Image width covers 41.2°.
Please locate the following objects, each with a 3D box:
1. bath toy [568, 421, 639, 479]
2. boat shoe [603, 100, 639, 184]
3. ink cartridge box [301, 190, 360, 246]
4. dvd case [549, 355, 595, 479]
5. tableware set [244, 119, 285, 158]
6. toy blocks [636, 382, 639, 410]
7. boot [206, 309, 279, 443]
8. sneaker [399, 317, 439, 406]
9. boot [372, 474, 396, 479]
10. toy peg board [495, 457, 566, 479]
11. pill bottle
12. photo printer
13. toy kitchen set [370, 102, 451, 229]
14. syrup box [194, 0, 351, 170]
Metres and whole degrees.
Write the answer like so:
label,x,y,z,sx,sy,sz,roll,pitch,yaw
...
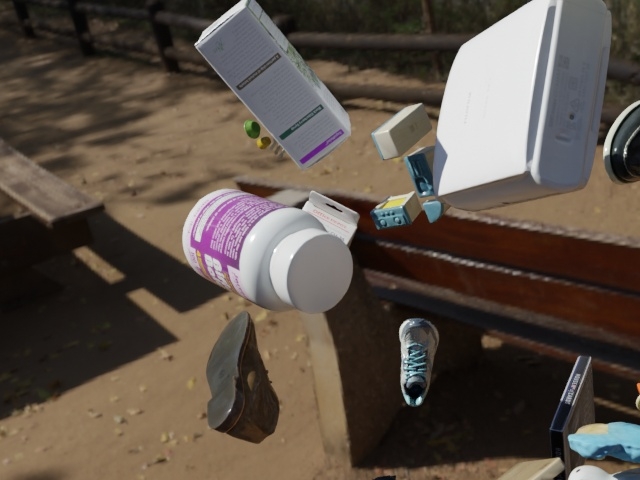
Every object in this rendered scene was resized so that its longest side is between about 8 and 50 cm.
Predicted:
label,x,y,z,sx,sy,sz,roll,pitch,yaw
bath toy,0.424,0.444,1.216,0.129,0.348,0.151,-7,3,-37
boat shoe,0.600,-0.178,1.403,0.340,0.127,0.113,-19,15,-35
ink cartridge box,0.000,0.000,1.711,0.115,0.198,0.067,26,54,6
dvd case,0.470,0.352,1.580,0.029,0.179,0.239,4,28,29
tableware set,-0.090,-0.231,1.632,0.024,0.104,0.154,-22,33,43
toy blocks,0.586,0.240,1.451,0.054,0.123,0.148,31,30,-15
boot,-0.142,0.259,1.611,0.112,0.115,0.305,-45,27,25
sneaker,0.273,0.342,2.362,0.110,0.283,0.122,0,35,8
boot,0.148,0.492,1.623,0.121,0.045,0.099,-20,45,-3
toy peg board,0.232,0.350,1.050,0.161,0.079,0.160,-34,-11,-14
pill bottle,-0.087,0.020,1.382,0.169,0.169,0.301,-25,25,-29
photo printer,0.253,-0.172,1.156,0.107,0.256,0.307,12,-7,-16
toy kitchen set,0.130,-0.118,1.554,0.166,0.207,0.122,-8,24,43
syrup box,-0.063,-0.224,1.220,0.096,0.237,0.093,-35,21,16
